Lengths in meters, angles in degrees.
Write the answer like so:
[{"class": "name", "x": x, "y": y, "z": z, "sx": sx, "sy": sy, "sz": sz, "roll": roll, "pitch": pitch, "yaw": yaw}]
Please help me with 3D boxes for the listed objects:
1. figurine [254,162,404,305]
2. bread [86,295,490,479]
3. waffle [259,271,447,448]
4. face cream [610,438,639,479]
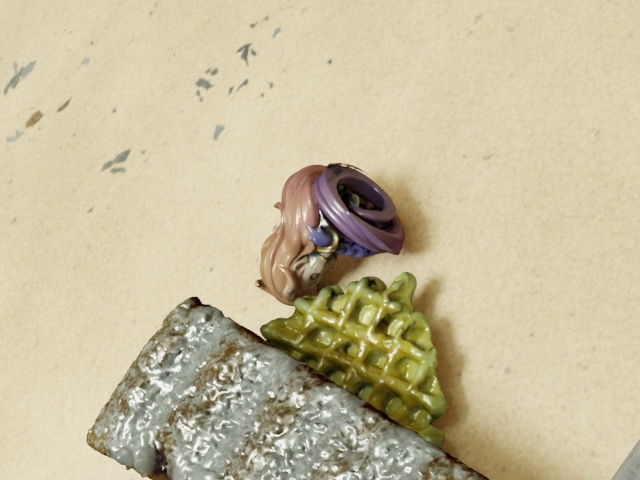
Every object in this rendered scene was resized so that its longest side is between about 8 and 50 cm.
[{"class": "figurine", "x": -0.004, "y": -0.009, "z": 1.423, "sx": 0.157, "sy": 0.114, "sz": 0.126, "roll": -29, "pitch": 14, "yaw": 31}, {"class": "bread", "x": -0.011, "y": 0.196, "z": 1.232, "sx": 0.416, "sy": 0.113, "sz": 0.165, "roll": 28, "pitch": 83, "yaw": 41}, {"class": "waffle", "x": 0.013, "y": 0.137, "z": 1.357, "sx": 0.223, "sy": 0.054, "sz": 0.204, "roll": -30, "pitch": 55, "yaw": 23}, {"class": "face cream", "x": 0.232, "y": 0.225, "z": 1.097, "sx": 0.107, "sy": 0.073, "sz": 0.269, "roll": 36, "pitch": 90, "yaw": 43}]
